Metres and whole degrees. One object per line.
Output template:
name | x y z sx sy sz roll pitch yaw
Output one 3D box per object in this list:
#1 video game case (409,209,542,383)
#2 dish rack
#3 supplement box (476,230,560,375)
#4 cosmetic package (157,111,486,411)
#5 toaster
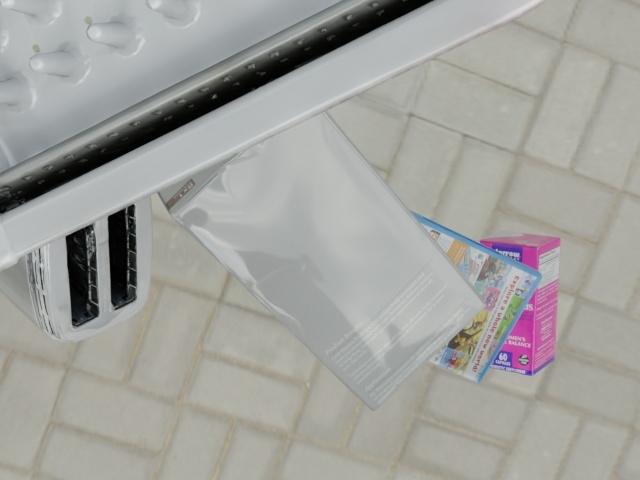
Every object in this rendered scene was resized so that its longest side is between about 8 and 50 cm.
video game case | 0.099 0.047 0.881 0.166 0.015 0.119 25 104 -10
dish rack | -0.093 -0.155 0.351 0.333 0.072 0.285 -24 92 15
supplement box | 0.330 0.103 1.652 0.111 0.114 0.220 7 102 33
cosmetic package | 0.000 0.000 0.718 0.127 0.107 0.238 -41 118 -1
toaster | -0.233 -0.012 0.871 0.129 0.146 0.227 -23 136 -36
